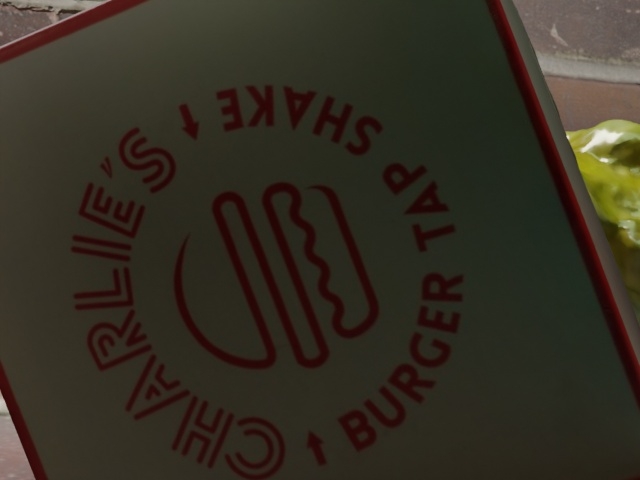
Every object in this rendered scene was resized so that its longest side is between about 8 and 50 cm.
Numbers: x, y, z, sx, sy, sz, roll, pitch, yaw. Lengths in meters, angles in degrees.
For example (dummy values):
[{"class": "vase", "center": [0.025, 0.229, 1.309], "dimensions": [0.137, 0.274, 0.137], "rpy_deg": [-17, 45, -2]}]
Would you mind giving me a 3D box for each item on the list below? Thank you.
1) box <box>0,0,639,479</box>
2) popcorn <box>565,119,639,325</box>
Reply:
[{"class": "box", "center": [0.000, 0.000, 0.760], "dimensions": [0.312, 0.314, 0.300], "rpy_deg": [-21, 3, 14]}, {"class": "popcorn", "center": [0.206, 0.008, 1.156], "dimensions": [0.334, 0.293, 0.292], "rpy_deg": [5, 41, -2]}]
